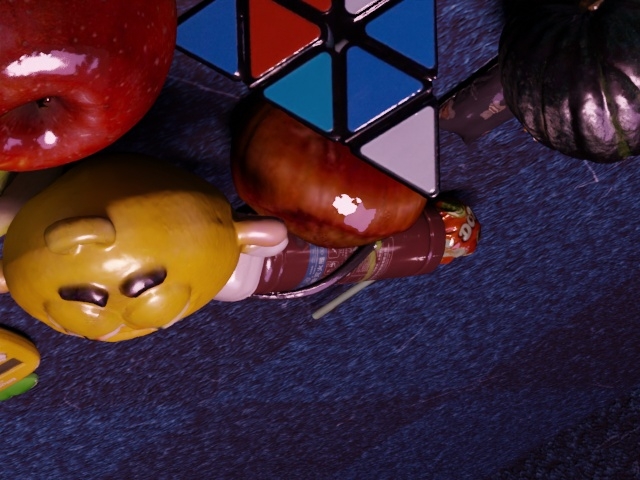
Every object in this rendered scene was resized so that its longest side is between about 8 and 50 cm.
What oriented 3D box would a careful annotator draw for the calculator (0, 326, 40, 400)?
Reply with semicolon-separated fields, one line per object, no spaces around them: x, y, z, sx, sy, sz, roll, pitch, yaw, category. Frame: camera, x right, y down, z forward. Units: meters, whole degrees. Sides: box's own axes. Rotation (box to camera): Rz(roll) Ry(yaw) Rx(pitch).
-0.403;0.144;1.797;0.146;0.032;0.235;-28;157;9;calculator

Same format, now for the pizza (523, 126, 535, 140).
0.344;-0.175;1.847;0.185;0.036;0.176;-41;155;31;pizza

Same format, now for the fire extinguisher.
0.000;0.000;1.802;0.341;0.105;0.141;-5;136;-41;fire extinguisher

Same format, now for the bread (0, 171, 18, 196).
-0.354;-0.038;1.248;0.301;0.045;0.301;-32;164;-10;bread

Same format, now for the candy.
0.091;0.034;2.019;0.084;0.078;0.288;20;138;-38;candy

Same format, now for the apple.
-0.208;-0.156;1.084;0.218;0.201;0.218;-20;158;-8;apple

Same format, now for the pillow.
0.188;-0.155;1.710;0.150;0.048;0.090;-34;159;28;pillow

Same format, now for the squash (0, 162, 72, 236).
-0.342;-0.054;1.396;0.252;0.049;0.252;-23;158;-10;squash

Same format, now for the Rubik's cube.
0.018;-0.233;1.349;0.250;0.284;0.234;17;123;-11;Rubik's cube

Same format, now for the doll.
-0.189;0.010;1.433;0.348;0.161;0.423;-11;178;35;doll

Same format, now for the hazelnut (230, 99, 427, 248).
0.013;-0.081;1.554;0.204;0.178;0.178;10;153;-3;hazelnut

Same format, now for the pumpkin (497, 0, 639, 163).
0.278;-0.182;1.524;0.220;0.220;0.162;-26;135;3;pumpkin
